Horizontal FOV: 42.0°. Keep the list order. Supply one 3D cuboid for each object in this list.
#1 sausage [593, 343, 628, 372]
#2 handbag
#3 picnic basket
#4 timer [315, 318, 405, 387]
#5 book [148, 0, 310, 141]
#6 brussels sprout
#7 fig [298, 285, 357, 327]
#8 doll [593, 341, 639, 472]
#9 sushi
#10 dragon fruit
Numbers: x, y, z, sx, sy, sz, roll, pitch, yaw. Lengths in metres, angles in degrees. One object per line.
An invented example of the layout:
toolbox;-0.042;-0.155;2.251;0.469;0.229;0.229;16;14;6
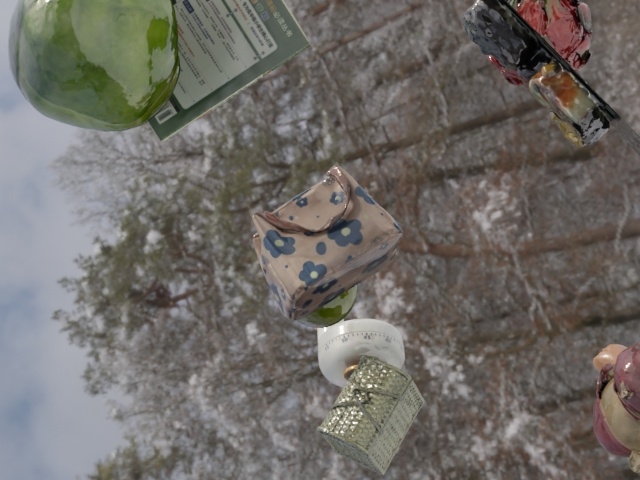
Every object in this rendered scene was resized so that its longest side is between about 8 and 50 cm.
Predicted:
sausage;0.682;0.305;1.667;0.289;0.086;0.086;36;178;39
handbag;0.000;0.000;1.535;0.193;0.251;0.190;54;163;19
picnic basket;0.106;0.367;1.780;0.196;0.134;0.154;-55;-36;-22
timer;0.103;0.281;2.199;0.233;0.233;0.240;46;-149;-45
book;-0.177;-0.297;1.207;0.202;0.264;0.027;58;-171;-4
brussels sprout;-0.283;-0.262;1.053;0.219;0.210;0.272;105;162;-53
fig;-0.008;0.112;1.845;0.181;0.180;0.191;-83;-3;-48
doll;0.589;0.289;1.524;0.256;0.152;0.196;97;-167;-48
sushi;0.294;-0.223;1.129;0.359;0.064;0.343;49;-163;8
dragon fruit;0.447;-0.452;1.729;0.234;0.233;0.293;-70;-26;-57
